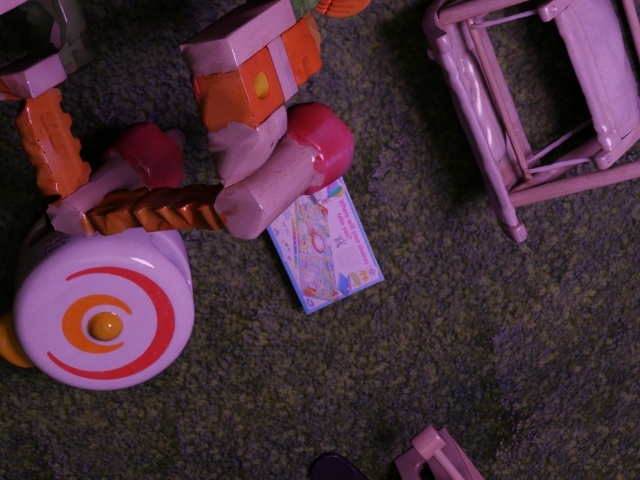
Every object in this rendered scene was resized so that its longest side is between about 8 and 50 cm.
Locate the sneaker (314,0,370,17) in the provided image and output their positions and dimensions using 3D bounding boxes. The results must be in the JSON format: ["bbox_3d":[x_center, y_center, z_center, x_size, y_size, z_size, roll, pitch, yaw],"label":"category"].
[{"bbox_3d":[-0.045,-0.335,1.151,0.262,0.121,0.099,35,141,-4],"label":"sneaker"}]

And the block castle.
[{"bbox_3d":[-0.163,-0.231,1.059,0.303,0.213,0.453,-2,118,32],"label":"block castle"}]

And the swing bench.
[{"bbox_3d":[0.260,-0.177,1.241,0.254,0.165,0.253,-23,117,5],"label":"swing bench"}]

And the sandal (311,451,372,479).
[{"bbox_3d":[0.059,0.342,1.490,0.179,0.040,0.067,39,101,-24],"label":"sandal"}]

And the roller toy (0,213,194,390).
[{"bbox_3d":[-0.237,0.059,1.234,0.209,0.146,0.191,12,117,-17],"label":"roller toy"}]

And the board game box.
[{"bbox_3d":[0.000,0.000,1.334,0.103,0.026,0.154,-24,116,-1],"label":"board game box"}]

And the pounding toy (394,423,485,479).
[{"bbox_3d":[0.153,0.320,1.422,0.094,0.181,0.206,-35,116,5],"label":"pounding toy"}]
